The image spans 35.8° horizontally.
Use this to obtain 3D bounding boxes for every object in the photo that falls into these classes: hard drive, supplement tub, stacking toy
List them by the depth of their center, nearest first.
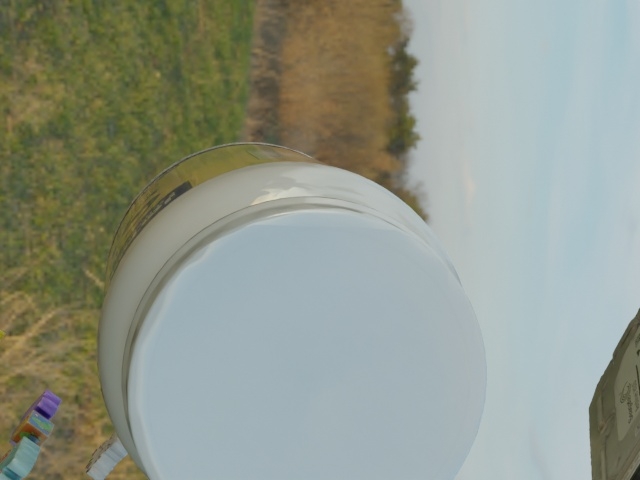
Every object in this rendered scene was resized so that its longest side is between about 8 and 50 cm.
[{"bbox_3d":[-0.035,0.058,0.704,0.331,0.241,0.241,-142,-132,-76],"label":"supplement tub"},{"bbox_3d":[-0.244,0.168,0.806,0.052,0.167,0.221,-48,-168,11],"label":"stacking toy"},{"bbox_3d":[0.335,0.077,0.869,0.237,0.064,0.339,-57,169,-65],"label":"hard drive"}]
